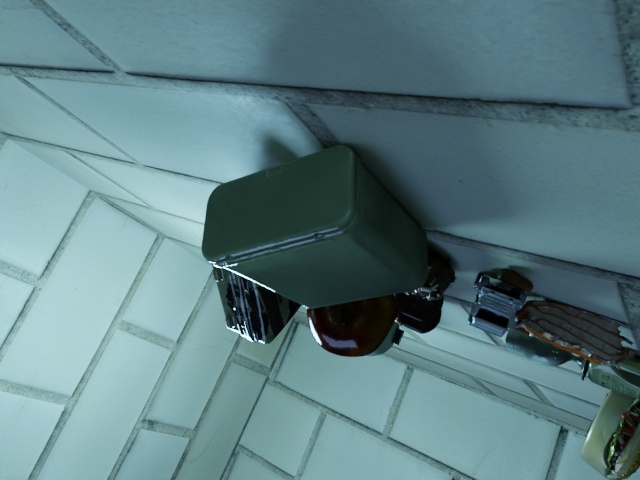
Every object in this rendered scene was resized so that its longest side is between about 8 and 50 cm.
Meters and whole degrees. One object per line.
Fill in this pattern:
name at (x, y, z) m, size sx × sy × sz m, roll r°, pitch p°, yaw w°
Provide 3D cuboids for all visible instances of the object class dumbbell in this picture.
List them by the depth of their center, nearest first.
dumbbell at (0.295, 0.194, 1.749) m, size 0.140 × 0.124 × 0.225 m, roll 21°, pitch 167°, yaw 15°

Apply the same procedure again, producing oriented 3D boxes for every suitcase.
suitcase at (-0.159, 0.084, 1.713) m, size 0.193 × 0.339 × 0.352 m, roll 15°, pitch 132°, yaw 25°

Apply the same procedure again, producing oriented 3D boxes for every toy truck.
toy truck at (0.398, 0.149, 1.344) m, size 0.114 × 0.124 × 0.253 m, roll 20°, pitch -174°, yaw 14°

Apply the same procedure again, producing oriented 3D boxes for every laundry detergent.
laundry detergent at (0.821, 0.352, 1.483) m, size 0.253 × 0.091 × 0.181 m, roll 17°, pitch 159°, yaw 32°

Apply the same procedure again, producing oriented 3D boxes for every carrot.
carrot at (0.432, 0.088, 1.298) m, size 0.093 × 0.032 × 0.032 m, roll 25°, pitch 168°, yaw -21°

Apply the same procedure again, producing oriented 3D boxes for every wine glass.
wine glass at (0.626, 0.296, 1.607) m, size 0.222 × 0.103 × 0.103 m, roll 17°, pitch 165°, yaw 31°

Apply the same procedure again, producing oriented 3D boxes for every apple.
apple at (0.104, 0.219, 1.853) m, size 0.288 × 0.288 × 0.317 m, roll 20°, pitch -178°, yaw 21°

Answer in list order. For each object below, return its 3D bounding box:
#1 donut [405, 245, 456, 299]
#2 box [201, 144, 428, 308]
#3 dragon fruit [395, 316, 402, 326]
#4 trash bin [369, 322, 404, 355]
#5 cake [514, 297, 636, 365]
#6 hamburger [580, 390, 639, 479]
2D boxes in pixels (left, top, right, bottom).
donut at (0.204, 0.063, 1.459) m, size 0.269 × 0.103 × 0.270 m, roll 23°, pitch 168°, yaw 5°
box at (0.000, 0.000, 1.211) m, size 0.351 × 0.178 × 0.344 m, roll -14°, pitch 148°, yaw 30°
dragon fruit at (0.308, 0.239, 2.001) m, size 0.112 × 0.126 × 0.068 m, roll 36°, pitch -154°, yaw -59°
trash bin at (0.157, 0.299, 2.203) m, size 0.277 × 0.217 × 0.262 m, roll 15°, pitch 164°, yaw 30°
cake at (0.572, 0.207, 1.352) m, size 0.287 × 0.098 × 0.135 m, roll 13°, pitch 162°, yaw 43°
hamburger at (0.961, 0.627, 1.880) m, size 0.170 × 0.302 × 0.302 m, roll 26°, pitch 169°, yaw 32°
